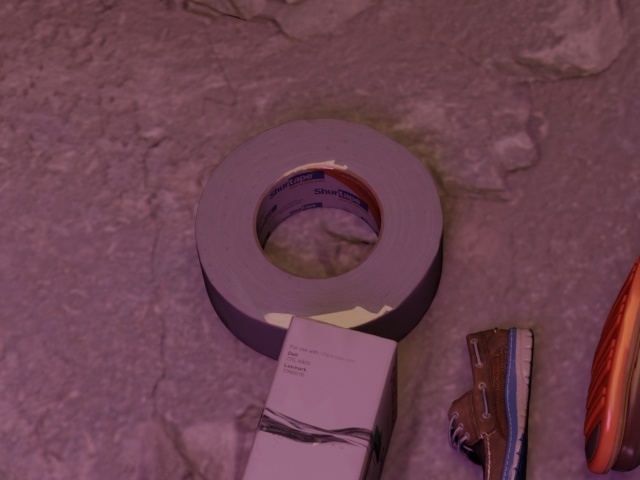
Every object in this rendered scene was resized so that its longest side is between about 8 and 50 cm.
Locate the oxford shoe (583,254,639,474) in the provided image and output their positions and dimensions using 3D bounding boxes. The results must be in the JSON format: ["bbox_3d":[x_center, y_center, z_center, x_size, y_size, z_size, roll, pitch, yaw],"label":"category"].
[{"bbox_3d":[0.323,0.046,1.365,0.132,0.130,0.364,23,66,7],"label":"oxford shoe"}]

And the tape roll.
[{"bbox_3d":[0.000,0.000,1.439,0.219,0.072,0.219,-2,61,3],"label":"tape roll"}]

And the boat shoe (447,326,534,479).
[{"bbox_3d":[0.141,0.155,1.353,0.066,0.066,0.183,3,51,10],"label":"boat shoe"}]

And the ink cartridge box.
[{"bbox_3d":[-0.006,0.193,1.280,0.092,0.160,0.219,13,63,9],"label":"ink cartridge box"}]
